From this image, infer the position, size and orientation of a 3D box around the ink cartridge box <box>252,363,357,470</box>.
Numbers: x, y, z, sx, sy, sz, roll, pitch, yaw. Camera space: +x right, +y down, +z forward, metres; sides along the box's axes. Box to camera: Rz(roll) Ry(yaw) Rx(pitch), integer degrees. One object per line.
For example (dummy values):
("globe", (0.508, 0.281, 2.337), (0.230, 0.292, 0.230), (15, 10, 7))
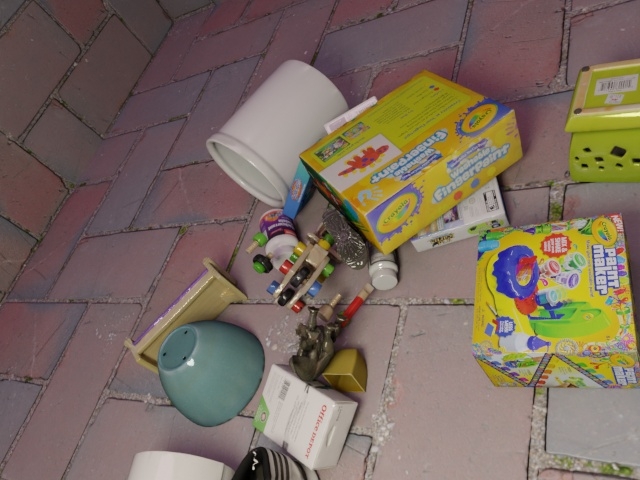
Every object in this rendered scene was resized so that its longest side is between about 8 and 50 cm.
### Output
("ink cartridge box", (-0.039, 0.404, 1.278), (0.220, 0.093, 0.160), (19, 90, 43))

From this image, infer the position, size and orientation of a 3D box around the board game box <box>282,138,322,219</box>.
("board game box", (-0.041, -0.189, 1.691), (0.047, 0.210, 0.160), (28, 39, 5))

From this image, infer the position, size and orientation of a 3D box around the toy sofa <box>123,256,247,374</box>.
("toy sofa", (-0.418, 0.226, 1.689), (0.362, 0.150, 0.177), (-46, 44, -5))

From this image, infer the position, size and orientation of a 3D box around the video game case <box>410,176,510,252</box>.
("video game case", (0.354, -0.119, 1.473), (0.245, 0.061, 0.269), (-17, 48, 22))

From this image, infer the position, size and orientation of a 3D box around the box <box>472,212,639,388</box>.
("box", (0.471, 0.127, 1.103), (0.279, 0.177, 0.289), (-8, 52, 30))

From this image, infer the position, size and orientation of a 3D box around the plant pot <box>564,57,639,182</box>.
("plant pot", (0.690, -0.281, 1.255), (0.228, 0.207, 0.227), (3, 59, 39))

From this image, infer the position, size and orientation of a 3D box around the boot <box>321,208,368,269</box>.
("boot", (0.080, 0.011, 1.471), (0.076, 0.208, 0.189), (-27, 71, 3))

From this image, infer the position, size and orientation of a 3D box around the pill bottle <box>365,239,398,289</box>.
("pill bottle", (0.163, 0.057, 1.456), (0.078, 0.078, 0.137), (-21, 47, 21))

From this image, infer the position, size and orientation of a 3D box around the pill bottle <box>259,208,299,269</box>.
("pill bottle", (-0.122, 0.000, 1.688), (0.108, 0.108, 0.193), (-31, 44, 11))

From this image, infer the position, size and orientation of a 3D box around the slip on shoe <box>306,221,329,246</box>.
("slip on shoe", (0.000, 0.000, 1.645), (0.041, 0.051, 0.135), (4, 51, 41))

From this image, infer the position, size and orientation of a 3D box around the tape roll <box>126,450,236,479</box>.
("tape roll", (-0.327, 0.597, 1.248), (0.246, 0.246, 0.169), (-13, 50, 28))

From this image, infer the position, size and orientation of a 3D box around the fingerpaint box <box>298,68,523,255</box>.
("fingerpaint box", (0.227, -0.221, 1.456), (0.445, 0.163, 0.371), (-36, 41, -6))

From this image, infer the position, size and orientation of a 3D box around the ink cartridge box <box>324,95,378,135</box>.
("ink cartridge box", (0.129, -0.357, 1.749), (0.181, 0.225, 0.056), (-28, 73, 14))

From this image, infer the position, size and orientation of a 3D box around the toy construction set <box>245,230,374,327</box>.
("toy construction set", (0.007, 0.077, 1.478), (0.309, 0.257, 0.237), (30, 63, 25))

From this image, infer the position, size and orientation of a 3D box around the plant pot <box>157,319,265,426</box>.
("plant pot", (-0.325, 0.332, 1.501), (0.290, 0.195, 0.290), (-19, 47, 22))

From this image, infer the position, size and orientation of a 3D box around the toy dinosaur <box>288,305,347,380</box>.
("toy dinosaur", (-0.011, 0.257, 1.282), (0.121, 0.160, 0.313), (11, 18, -2))

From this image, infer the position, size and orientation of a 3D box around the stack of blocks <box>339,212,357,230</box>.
("stack of blocks", (0.124, -0.186, 1.676), (0.171, 0.087, 0.297), (-28, 44, 14))

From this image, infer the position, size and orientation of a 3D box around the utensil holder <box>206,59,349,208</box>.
("utensil holder", (-0.131, -0.356, 1.831), (0.328, 0.327, 0.385), (25, 72, 45))

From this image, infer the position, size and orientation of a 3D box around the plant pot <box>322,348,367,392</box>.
("plant pot", (0.067, 0.307, 1.324), (0.082, 0.081, 0.083), (-7, 43, 32))

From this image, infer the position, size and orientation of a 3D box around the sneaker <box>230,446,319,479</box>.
("sneaker", (-0.102, 0.619, 1.055), (0.169, 0.257, 0.447), (-26, 45, 16))
